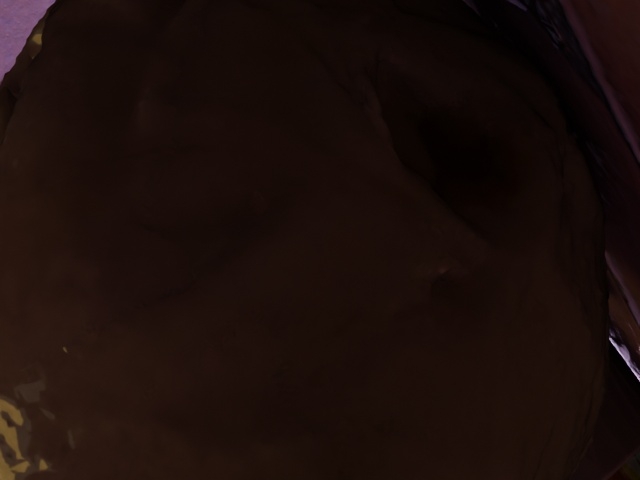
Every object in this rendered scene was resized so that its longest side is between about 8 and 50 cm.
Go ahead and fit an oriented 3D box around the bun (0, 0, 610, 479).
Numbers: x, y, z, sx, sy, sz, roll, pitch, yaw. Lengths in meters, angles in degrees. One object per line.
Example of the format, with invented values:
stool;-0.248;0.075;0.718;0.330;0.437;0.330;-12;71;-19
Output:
bun;0.004;-0.002;0.474;0.364;0.364;0.202;56;143;7

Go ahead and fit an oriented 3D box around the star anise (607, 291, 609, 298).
star anise;0.075;0.027;0.688;0.214;0.220;0.099;47;171;5

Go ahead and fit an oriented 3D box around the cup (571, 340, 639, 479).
cup;0.105;0.114;0.853;0.273;0.288;0.208;53;147;7

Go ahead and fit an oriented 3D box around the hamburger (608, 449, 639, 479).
hamburger;0.369;0.332;1.142;0.260;0.150;0.276;23;135;64
